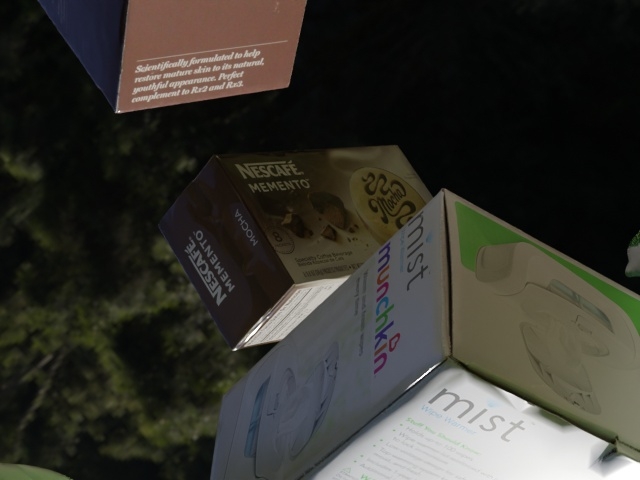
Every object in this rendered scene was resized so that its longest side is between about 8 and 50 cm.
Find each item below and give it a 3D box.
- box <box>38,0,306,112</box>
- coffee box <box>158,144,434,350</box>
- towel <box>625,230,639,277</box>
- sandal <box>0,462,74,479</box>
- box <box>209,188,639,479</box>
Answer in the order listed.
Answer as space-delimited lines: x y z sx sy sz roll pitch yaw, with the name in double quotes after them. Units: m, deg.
-0.129 -0.239 1.072 0.168 0.167 0.203 -12 -134 -29 "box"
0.000 0.000 1.371 0.297 0.119 0.168 -6 -123 -47 "coffee box"
0.279 -0.120 0.557 0.038 0.325 0.248 39 158 -10 "towel"
-0.285 0.249 0.743 0.416 0.102 0.169 -22 -89 -50 "sandal"
0.104 0.130 0.734 0.262 0.231 0.127 26 -140 -21 "box"
